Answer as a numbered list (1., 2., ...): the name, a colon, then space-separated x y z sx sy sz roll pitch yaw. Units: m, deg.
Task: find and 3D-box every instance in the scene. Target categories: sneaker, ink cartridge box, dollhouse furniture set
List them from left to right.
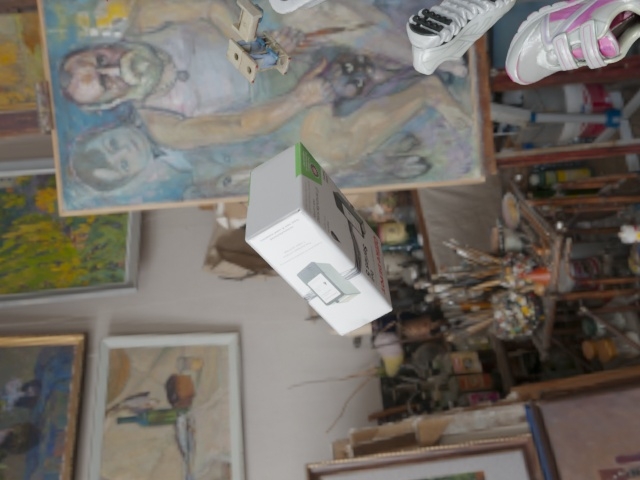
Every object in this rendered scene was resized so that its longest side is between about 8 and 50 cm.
1. dollhouse furniture set: -0.157 -0.550 1.949 0.129 0.129 0.184 48 142 22
2. ink cartridge box: 0.000 0.000 1.222 0.273 0.114 0.198 48 -157 -33
3. sneaker: 0.289 -0.443 1.462 0.110 0.292 0.118 40 153 34
4. sneaker: 0.403 -0.314 1.090 0.103 0.252 0.111 37 -146 -37

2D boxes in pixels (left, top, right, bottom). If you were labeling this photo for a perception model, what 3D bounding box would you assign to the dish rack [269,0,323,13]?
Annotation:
1. dish rack: 0.051 -0.496 1.025 0.332 0.072 0.286 -13 75 46
